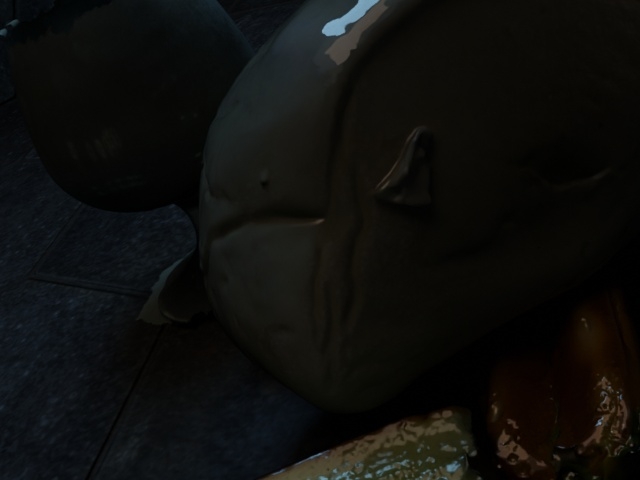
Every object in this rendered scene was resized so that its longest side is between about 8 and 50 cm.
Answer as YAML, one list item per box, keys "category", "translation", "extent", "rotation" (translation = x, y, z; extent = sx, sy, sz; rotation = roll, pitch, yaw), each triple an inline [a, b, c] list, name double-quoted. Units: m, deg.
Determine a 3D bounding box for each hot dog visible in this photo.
- category: "hot dog"
  translation: [0.150, 0.070, 0.600]
  extent: [0.115, 0.072, 0.269]
  rotation: [-16, 28, 19]

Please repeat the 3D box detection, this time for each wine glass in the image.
- category: "wine glass"
  translation: [-0.149, -0.094, 0.889]
  extent: [0.238, 0.323, 0.238]
  rotation: [-20, 25, 10]

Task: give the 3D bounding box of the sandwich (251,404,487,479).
- category: "sandwich"
  translation: [-0.009, 0.187, 0.526]
  extent: [0.244, 0.088, 0.090]
  rotation: [-22, 35, 1]

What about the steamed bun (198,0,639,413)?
- category: "steamed bun"
  translation: [0.071, -0.085, 0.623]
  extent: [0.383, 0.236, 0.247]
  rotation: [-35, 20, -11]
